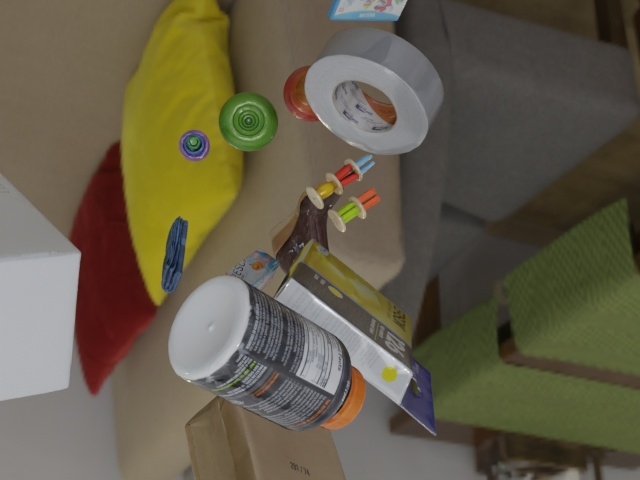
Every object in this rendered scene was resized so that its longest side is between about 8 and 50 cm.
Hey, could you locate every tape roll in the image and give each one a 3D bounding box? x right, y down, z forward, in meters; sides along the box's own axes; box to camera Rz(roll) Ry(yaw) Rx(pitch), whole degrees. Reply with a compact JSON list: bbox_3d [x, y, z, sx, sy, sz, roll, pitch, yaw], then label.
[{"bbox_3d":[0.086,-0.240,1.634,0.219,0.072,0.219,22,149,14],"label":"tape roll"}]

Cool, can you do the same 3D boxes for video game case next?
[{"bbox_3d":[0.090,-0.388,1.464,0.119,0.015,0.166,-6,146,-27],"label":"video game case"}]

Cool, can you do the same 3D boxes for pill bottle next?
[{"bbox_3d":[-0.051,0.147,1.191,0.130,0.130,0.246,-21,140,33],"label":"pill bottle"}]

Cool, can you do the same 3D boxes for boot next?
[{"bbox_3d":[0.000,0.000,2.295,0.248,0.206,0.090,-43,148,26],"label":"boot"}]

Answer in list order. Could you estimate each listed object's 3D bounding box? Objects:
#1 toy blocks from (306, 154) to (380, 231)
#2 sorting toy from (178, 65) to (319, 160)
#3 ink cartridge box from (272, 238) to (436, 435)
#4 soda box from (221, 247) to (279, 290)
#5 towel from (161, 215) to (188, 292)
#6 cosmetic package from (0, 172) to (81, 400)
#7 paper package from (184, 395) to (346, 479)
[{"bbox_3d":[0.066,-0.100,1.968,0.148,0.123,0.054,-36,155,-16],"label":"toy blocks"},{"bbox_3d":[-0.127,-0.264,2.096,0.366,0.127,0.126,-25,-177,-5],"label":"sorting toy"},{"bbox_3d":[0.074,0.137,1.566,0.307,0.303,0.072,36,101,-3],"label":"ink cartridge box"},{"bbox_3d":[-0.162,0.088,2.073,0.058,0.183,0.063,35,128,12],"label":"soda box"},{"bbox_3d":[-0.240,0.023,1.642,0.029,0.119,0.067,13,136,-14],"label":"towel"},{"bbox_3d":[-0.536,0.034,1.534,0.162,0.453,0.230,-6,117,-36],"label":"cosmetic package"},{"bbox_3d":[-0.104,0.500,2.124,0.168,0.309,0.325,-39,137,22],"label":"paper package"}]
